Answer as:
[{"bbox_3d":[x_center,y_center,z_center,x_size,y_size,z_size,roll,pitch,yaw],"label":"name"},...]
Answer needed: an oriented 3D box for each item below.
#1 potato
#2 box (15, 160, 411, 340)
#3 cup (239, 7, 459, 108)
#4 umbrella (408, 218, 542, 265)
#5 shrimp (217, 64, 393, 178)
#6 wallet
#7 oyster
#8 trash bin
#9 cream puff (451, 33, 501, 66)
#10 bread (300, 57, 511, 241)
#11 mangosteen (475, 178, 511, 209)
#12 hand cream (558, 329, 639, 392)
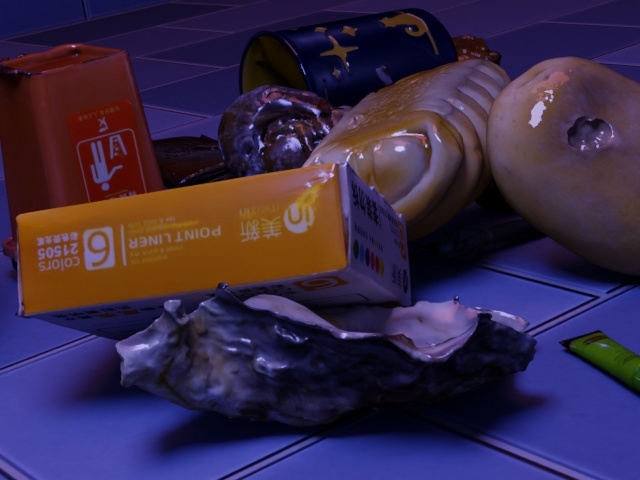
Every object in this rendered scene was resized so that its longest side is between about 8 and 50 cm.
[{"bbox_3d":[0.251,-0.059,1.142,0.234,0.146,0.150,33,51,5],"label":"potato"},{"bbox_3d":[-0.077,0.016,1.050,0.274,0.091,0.221,-9,-12,17],"label":"box"},{"bbox_3d":[0.061,-0.175,1.706,0.256,0.255,0.178,-16,-18,-30],"label":"cup"},{"bbox_3d":[0.178,-0.008,1.265,0.269,0.044,0.044,-18,51,-25],"label":"umbrella"},{"bbox_3d":[0.051,-0.119,1.515,0.343,0.145,0.116,3,-17,3],"label":"shrimp"},{"bbox_3d":[-0.177,-0.112,1.738,0.137,0.031,0.255,-17,20,-25],"label":"wallet"},{"bbox_3d":[0.021,0.083,0.951,0.271,0.100,0.275,-10,-12,29],"label":"oyster"},{"bbox_3d":[-0.258,-0.080,1.348,0.161,0.238,0.184,-21,21,-34],"label":"trash bin"},{"bbox_3d":[0.206,-0.247,1.901,0.116,0.094,0.122,-18,44,-19],"label":"cream puff"},{"bbox_3d":[0.100,-0.090,1.257,0.173,0.121,0.311,-16,15,26],"label":"bread"},{"bbox_3d":[0.194,-0.070,1.381,0.081,0.081,0.081,-7,18,2],"label":"mangosteen"},{"bbox_3d":[0.223,0.091,0.976,0.036,0.023,0.122,-16,16,-12],"label":"hand cream"}]
